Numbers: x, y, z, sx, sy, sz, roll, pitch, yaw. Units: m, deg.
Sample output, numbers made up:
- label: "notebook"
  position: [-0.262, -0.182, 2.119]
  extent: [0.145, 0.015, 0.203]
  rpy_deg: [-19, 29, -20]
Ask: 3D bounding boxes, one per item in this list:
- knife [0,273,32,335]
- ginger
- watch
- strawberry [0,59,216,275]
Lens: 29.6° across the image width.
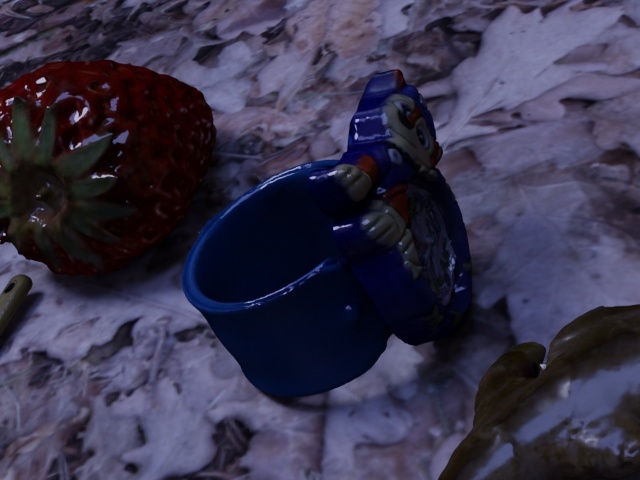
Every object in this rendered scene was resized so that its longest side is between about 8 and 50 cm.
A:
- label: "knife"
  position: [-0.330, 0.142, 1.029]
  extent: [0.047, 0.017, 0.298]
  rpy_deg: [-1, 46, 30]
- label: "ginger"
  position: [0.198, 0.090, 0.758]
  extent: [0.333, 0.080, 0.166]
  rpy_deg: [-31, 22, 2]
- label: "watch"
  position: [0.002, 0.009, 0.907]
  extent: [0.200, 0.171, 0.196]
  rpy_deg: [-20, 23, 25]
- label: "strawberry"
  position: [-0.188, -0.081, 1.118]
  extent: [0.205, 0.205, 0.244]
  rpy_deg: [-2, 20, 26]
